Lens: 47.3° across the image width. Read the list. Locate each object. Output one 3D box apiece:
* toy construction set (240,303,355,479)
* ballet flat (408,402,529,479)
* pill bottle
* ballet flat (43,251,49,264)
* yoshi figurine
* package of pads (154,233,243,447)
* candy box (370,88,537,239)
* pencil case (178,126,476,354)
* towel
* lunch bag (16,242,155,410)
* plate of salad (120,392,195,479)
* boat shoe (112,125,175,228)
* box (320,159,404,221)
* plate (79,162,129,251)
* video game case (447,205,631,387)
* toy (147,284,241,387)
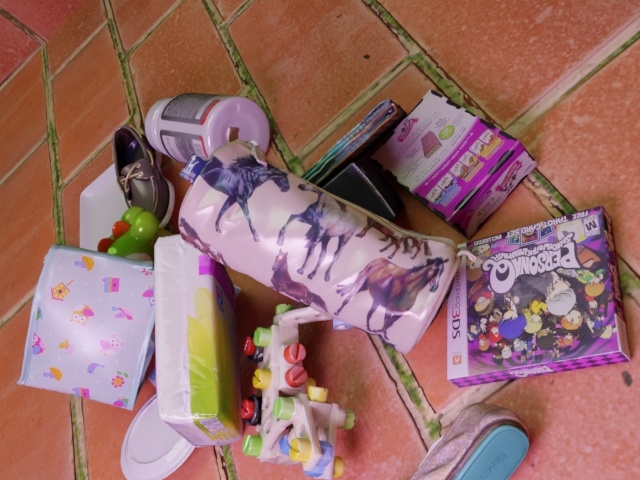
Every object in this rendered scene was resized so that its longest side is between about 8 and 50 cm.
[{"bbox_3d":[-0.027,0.196,1.089,0.215,0.151,0.327,-41,27,50],"label":"toy construction set"},{"bbox_3d":[0.133,0.330,0.905,0.316,0.107,0.106,-47,21,-2],"label":"ballet flat"},{"bbox_3d":[-0.254,-0.240,1.597,0.283,0.161,0.161,16,74,47],"label":"pill bottle"},{"bbox_3d":[-0.640,0.054,1.807,0.232,0.073,0.080,18,74,48],"label":"ballet flat"},{"bbox_3d":[-0.389,0.113,1.504,0.203,0.204,0.362,-71,5,-86],"label":"yoshi figurine"},{"bbox_3d":[-0.193,0.167,1.173,0.101,0.229,0.296,-7,64,1],"label":"package of pads"},{"bbox_3d":[0.204,-0.127,1.166,0.159,0.071,0.233,-48,42,5],"label":"candy box"},{"bbox_3d":[0.000,0.000,1.023,0.411,0.160,0.183,26,111,14],"label":"pencil case"},{"bbox_3d":[-0.007,-0.105,1.249,0.370,0.040,0.271,-42,0,12],"label":"towel"},{"bbox_3d":[-0.405,0.145,1.333,0.160,0.224,0.262,-112,37,-79],"label":"lunch bag"},{"bbox_3d":[-0.270,0.339,1.289,0.200,0.048,0.199,-25,38,21],"label":"plate of salad"},{"bbox_3d":[-0.409,-0.142,1.651,0.117,0.097,0.324,-37,45,15],"label":"boat shoe"},{"bbox_3d":[0.021,-0.026,1.182,0.207,0.108,0.153,-39,-1,16],"label":"box"},{"bbox_3d":[-0.483,-0.100,1.794,0.277,0.045,0.278,-37,43,17],"label":"plate"},{"bbox_3d":[0.278,0.077,0.977,0.232,0.042,0.210,-17,53,34],"label":"video game case"},{"bbox_3d":[-0.252,0.165,1.364,0.237,0.056,0.137,-54,26,-11],"label":"toy"}]
